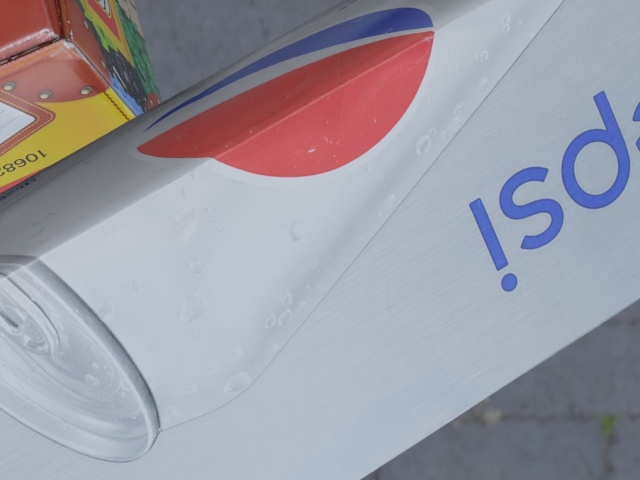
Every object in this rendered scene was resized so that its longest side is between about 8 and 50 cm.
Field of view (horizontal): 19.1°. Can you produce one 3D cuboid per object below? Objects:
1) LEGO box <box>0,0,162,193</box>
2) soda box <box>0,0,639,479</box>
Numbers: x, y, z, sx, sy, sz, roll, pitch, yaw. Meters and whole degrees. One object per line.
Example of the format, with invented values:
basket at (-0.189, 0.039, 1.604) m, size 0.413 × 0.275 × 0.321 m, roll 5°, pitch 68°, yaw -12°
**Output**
LEGO box at (-0.392, -0.142, 1.307) m, size 0.500 × 0.372 × 0.193 m, roll -22°, pitch 151°, yaw 9°
soda box at (0.000, 0.000, 0.512) m, size 0.286 × 0.091 × 0.098 m, roll -30°, pitch 107°, yaw -17°
